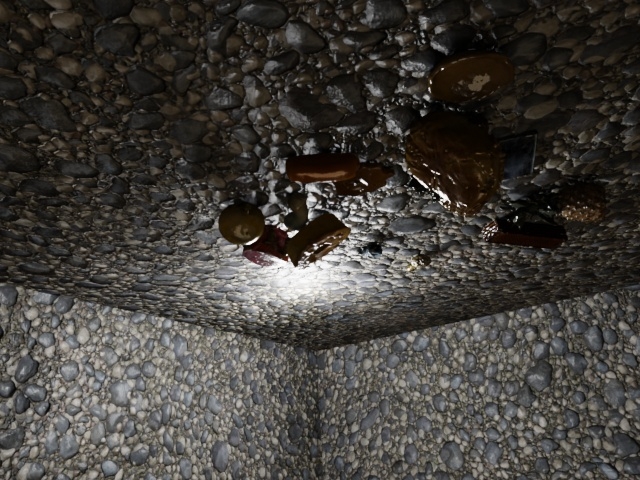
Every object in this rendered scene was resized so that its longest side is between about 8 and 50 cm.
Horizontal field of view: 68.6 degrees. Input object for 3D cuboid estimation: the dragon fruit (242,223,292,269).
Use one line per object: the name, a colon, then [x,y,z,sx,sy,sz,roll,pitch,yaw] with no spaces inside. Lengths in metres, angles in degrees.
dragon fruit: [-0.220,0.012,1.933,0.211,0.147,0.282,-2,153,33]

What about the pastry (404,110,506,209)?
pastry: [0.382,-0.229,1.314,0.162,0.311,0.255,-30,146,-24]

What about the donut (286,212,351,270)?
donut: [-0.016,0.000,1.848,0.278,0.108,0.277,-36,166,-10]

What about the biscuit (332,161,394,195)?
biscuit: [0.146,-0.215,1.604,0.215,0.034,0.182,-11,155,11]

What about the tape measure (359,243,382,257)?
tape measure: [0.240,0.048,2.166,0.094,0.054,0.091,12,157,-25]

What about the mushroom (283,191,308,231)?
mushroom: [-0.086,-0.102,1.764,0.092,0.081,0.223,41,159,9]

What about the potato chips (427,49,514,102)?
potato chips: [0.369,-0.417,1.163,0.208,0.061,0.195,-10,160,11]

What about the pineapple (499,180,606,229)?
pineapple: [0.873,-0.128,1.783,0.365,0.165,0.165,-7,157,28]

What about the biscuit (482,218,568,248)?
biscuit: [0.901,-0.028,2.067,0.389,0.073,0.107,5,153,-18]

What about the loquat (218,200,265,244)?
loquat: [-0.288,-0.070,1.730,0.172,0.149,0.204,9,142,-16]

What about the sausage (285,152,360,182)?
sausage: [0.007,-0.228,1.489,0.238,0.098,0.098,-4,155,2]

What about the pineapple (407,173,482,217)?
pineapple: [0.426,-0.180,1.612,0.279,0.157,0.158,16,151,-15]

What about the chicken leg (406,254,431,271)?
chicken leg: [0.480,0.118,2.349,0.085,0.069,0.198,-20,169,-21]

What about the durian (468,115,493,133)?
durian: [0.456,-0.321,1.362,0.091,0.080,0.080,-10,155,27]

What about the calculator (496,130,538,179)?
calculator: [0.632,-0.271,1.563,0.161,0.021,0.261,-10,154,15]
